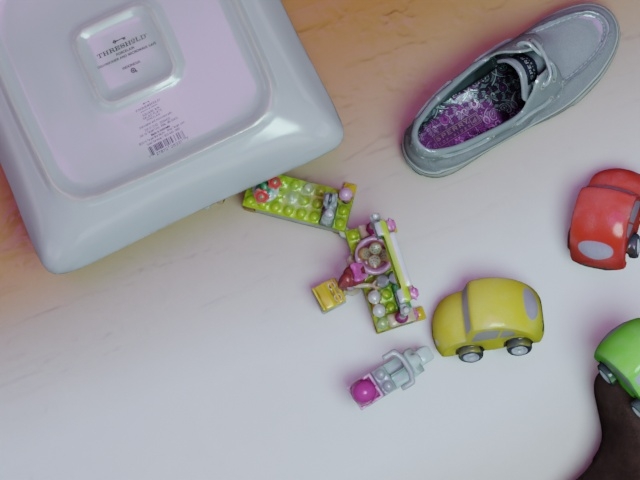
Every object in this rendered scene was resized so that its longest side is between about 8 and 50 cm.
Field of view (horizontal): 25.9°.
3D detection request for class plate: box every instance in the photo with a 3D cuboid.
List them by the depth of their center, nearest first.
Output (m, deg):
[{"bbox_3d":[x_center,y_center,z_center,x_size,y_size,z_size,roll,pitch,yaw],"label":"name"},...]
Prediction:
[{"bbox_3d":[-0.158,-0.149,1.154,0.277,0.045,0.278,-25,83,-1],"label":"plate"}]

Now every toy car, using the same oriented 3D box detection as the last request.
[{"bbox_3d":[0.231,0.060,1.148,0.239,0.053,0.225,-39,55,-4],"label":"toy car"}]

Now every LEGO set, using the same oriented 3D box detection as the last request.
[{"bbox_3d":[0.000,0.000,1.177,0.132,0.107,0.287,-40,84,-5],"label":"LEGO set"}]

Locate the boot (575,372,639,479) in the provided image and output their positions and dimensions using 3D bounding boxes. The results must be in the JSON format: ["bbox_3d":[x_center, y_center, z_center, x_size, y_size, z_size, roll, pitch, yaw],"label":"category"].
[{"bbox_3d":[0.206,0.239,1.151,0.207,0.090,0.248,-15,86,-4],"label":"boot"}]

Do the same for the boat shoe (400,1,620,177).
[{"bbox_3d":[0.171,-0.134,1.208,0.227,0.081,0.079,-36,84,-4],"label":"boat shoe"}]
